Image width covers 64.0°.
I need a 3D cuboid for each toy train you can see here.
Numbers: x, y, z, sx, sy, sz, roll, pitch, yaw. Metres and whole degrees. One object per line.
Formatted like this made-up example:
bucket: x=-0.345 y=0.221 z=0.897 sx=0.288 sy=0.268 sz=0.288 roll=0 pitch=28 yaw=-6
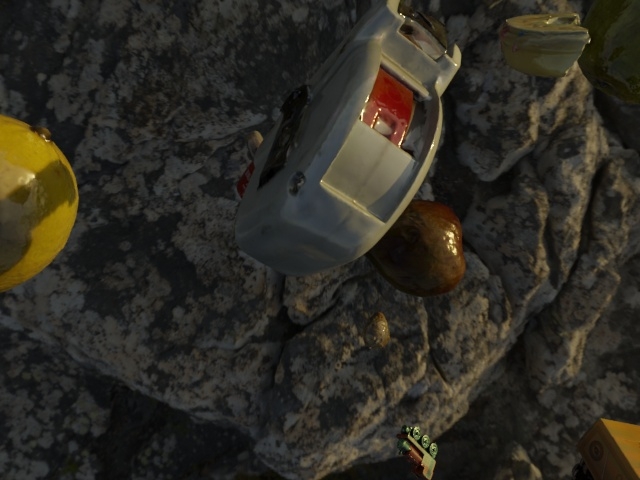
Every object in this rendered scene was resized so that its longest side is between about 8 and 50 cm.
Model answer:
toy train: x=0.311 y=0.685 z=1.668 sx=0.074 sy=0.118 sz=0.176 roll=-17 pitch=122 yaw=47

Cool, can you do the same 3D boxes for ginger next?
ginger: x=0.173 y=0.283 z=1.559 sx=0.080 sy=0.204 sz=0.104 roll=13 pitch=72 yaw=13

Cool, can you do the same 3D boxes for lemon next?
lemon: x=-0.546 y=-0.059 z=0.826 sx=0.297 sy=0.297 sz=0.296 roll=0 pitch=101 yaw=1

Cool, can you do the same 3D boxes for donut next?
donut: x=0.296 y=-0.265 z=0.691 sx=0.108 sy=0.166 sz=0.065 roll=6 pitch=124 yaw=19

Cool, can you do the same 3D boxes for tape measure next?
tape measure: x=0.015 y=-0.100 z=0.560 sx=0.130 sy=0.265 sz=0.258 roll=32 pitch=141 yaw=-21

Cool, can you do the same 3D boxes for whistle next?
whistle: x=-0.162 y=-0.235 z=1.356 sx=0.057 sy=0.220 sz=0.107 roll=-26 pitch=101 yaw=2

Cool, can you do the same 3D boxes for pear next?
pear: x=0.614 y=-0.386 z=0.906 sx=0.253 sy=0.253 sz=0.307 roll=39 pitch=102 yaw=-7

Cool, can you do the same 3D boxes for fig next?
fig: x=0.129 y=-0.004 z=0.917 sx=0.290 sy=0.190 sz=0.190 roll=22 pitch=102 yaw=-32

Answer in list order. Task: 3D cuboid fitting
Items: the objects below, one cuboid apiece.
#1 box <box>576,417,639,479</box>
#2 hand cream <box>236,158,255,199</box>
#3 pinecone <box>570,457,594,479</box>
box: x=0.517 y=0.395 z=0.725 sx=0.174 sy=0.274 sz=0.076 roll=15 pitch=118 yaw=-12
hand cream: x=-0.086 y=-0.121 z=1.178 sx=0.193 sy=0.193 sz=0.125 roll=35 pitch=108 yaw=-6
pinecone: x=0.568 y=0.486 z=0.968 sx=0.179 sy=0.150 sz=0.195 roll=-20 pitch=123 yaw=22
